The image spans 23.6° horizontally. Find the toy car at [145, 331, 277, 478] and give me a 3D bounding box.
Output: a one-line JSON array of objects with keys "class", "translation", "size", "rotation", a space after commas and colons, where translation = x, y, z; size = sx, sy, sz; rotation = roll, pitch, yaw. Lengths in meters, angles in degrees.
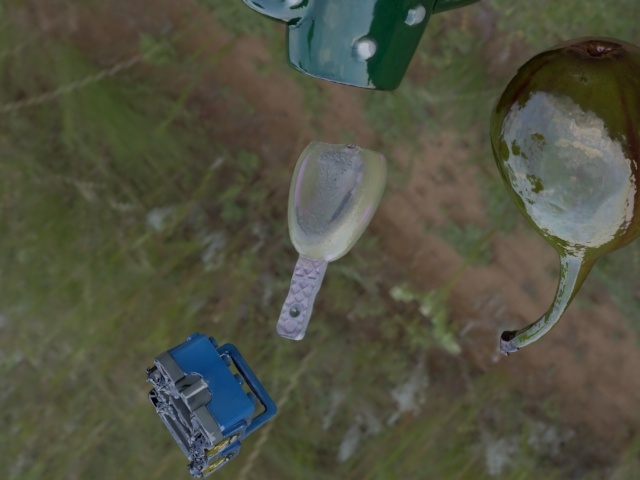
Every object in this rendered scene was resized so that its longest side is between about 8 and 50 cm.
[{"class": "toy car", "translation": [-0.100, 0.148, 1.434], "size": [0.097, 0.100, 0.191], "rotation": [55, 162, 13]}]

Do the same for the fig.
[{"class": "fig", "translation": [0.154, -0.013, 0.963], "size": [0.124, 0.124, 0.236], "rotation": [30, 125, 29]}]

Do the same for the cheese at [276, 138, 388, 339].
[{"class": "cheese", "translation": [0.000, 0.000, 1.427], "size": [0.097, 0.192, 0.037], "rotation": [10, 167, 32]}]

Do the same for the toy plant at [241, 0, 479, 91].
[{"class": "toy plant", "translation": [0.038, -0.225, 1.018], "size": [0.232, 0.243, 0.112], "rotation": [36, 179, -34]}]
